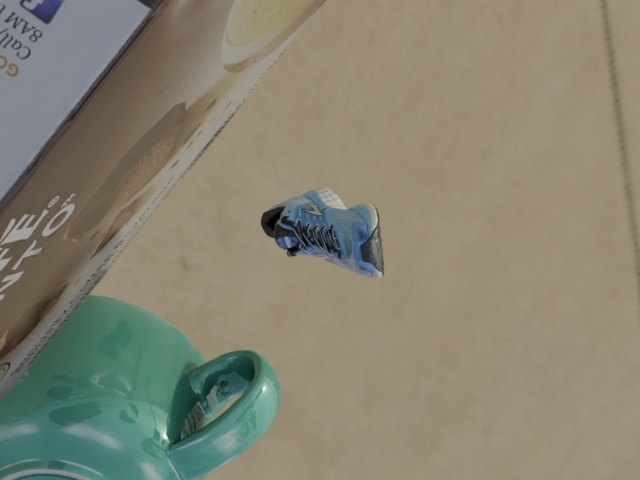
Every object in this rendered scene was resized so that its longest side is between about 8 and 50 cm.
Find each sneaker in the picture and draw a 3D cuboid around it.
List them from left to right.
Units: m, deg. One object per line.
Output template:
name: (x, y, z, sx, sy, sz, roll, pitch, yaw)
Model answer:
sneaker: (0.000, 0.000, 1.368, 0.073, 0.162, 0.063, -12, 105, -23)

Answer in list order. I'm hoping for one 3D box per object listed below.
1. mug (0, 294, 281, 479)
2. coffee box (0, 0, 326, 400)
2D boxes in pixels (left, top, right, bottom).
mug: (-0.112, 0.098, 0.799, 0.129, 0.097, 0.158, 34, 122, -17)
coffee box: (-0.072, -0.083, 0.436, 0.297, 0.119, 0.168, -50, 176, 12)
